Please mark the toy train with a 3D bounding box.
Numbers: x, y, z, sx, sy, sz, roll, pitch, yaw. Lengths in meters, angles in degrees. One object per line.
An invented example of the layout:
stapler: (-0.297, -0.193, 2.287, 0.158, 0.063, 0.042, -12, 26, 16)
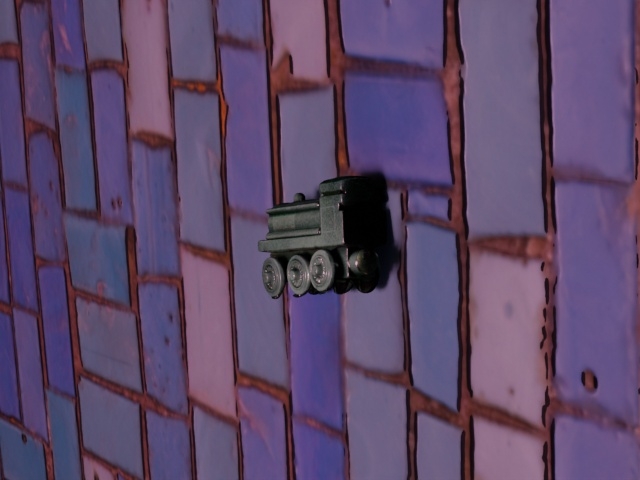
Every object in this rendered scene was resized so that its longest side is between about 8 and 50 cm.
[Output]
toy train: (0.000, 0.000, 1.379, 0.170, 0.071, 0.111, -6, 84, 58)
